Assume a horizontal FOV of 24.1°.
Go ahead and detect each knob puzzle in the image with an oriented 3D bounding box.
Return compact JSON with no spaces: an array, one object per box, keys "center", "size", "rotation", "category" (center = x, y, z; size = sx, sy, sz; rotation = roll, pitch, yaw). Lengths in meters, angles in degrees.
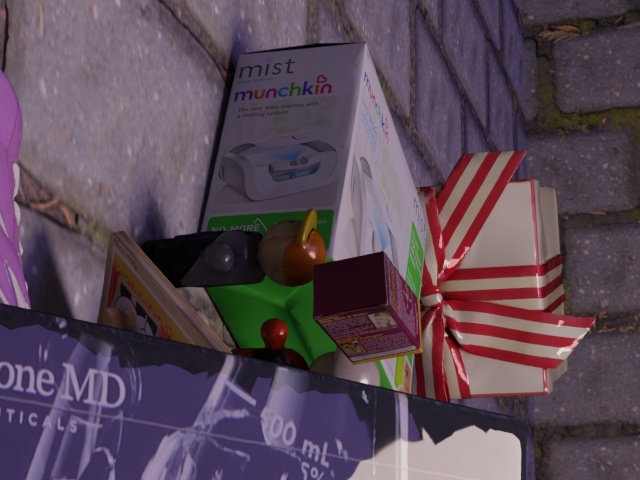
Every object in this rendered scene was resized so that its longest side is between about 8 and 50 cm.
[{"center":[-0.105,0.119,0.904],"size":[0.030,0.213,0.213],"rotation":[-10,98,-32],"category":"knob puzzle"}]

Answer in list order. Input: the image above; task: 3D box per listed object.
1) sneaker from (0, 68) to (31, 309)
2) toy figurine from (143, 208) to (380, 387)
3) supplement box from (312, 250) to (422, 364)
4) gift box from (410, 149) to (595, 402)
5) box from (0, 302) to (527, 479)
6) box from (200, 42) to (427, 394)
[{"center":[-0.169,0.020,0.742],"size":[0.161,0.102,0.282],"rotation":[-73,155,-60],"category":"sneaker"},{"center":[-0.047,0.104,1.071],"size":[0.213,0.148,0.210],"rotation":[-74,156,-50],"category":"toy figurine"},{"center":[0.033,0.048,1.040],"size":[0.083,0.055,0.043],"rotation":[53,30,-56],"category":"supplement box"},{"center":[0.159,0.042,1.627],"size":[0.258,0.276,0.255],"rotation":[-4,85,-73],"category":"gift box"},{"center":[-0.092,0.202,0.560],"size":[0.343,0.179,0.313],"rotation":[17,69,-44],"category":"box"},{"center":[0.000,0.000,1.320],"size":[0.262,0.126,0.231],"rotation":[66,27,-49],"category":"box"}]
